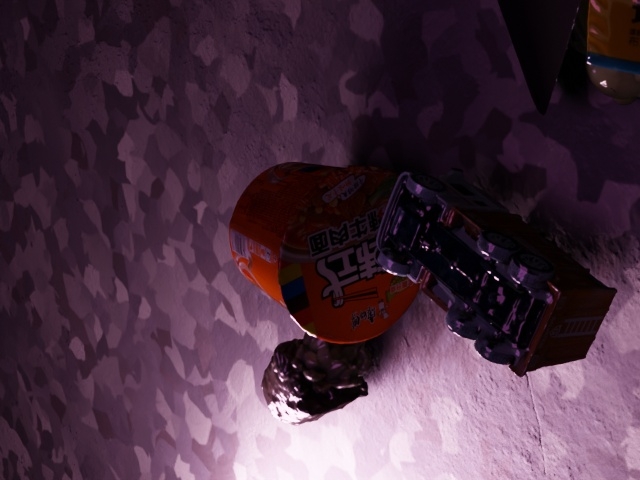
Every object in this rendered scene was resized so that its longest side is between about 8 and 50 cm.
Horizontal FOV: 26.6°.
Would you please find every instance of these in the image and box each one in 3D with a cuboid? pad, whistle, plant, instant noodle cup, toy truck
[{"bbox_3d":[0.245,-0.345,1.492,0.375,0.063,0.315,87,167,-72],"label":"pad"},{"bbox_3d":[0.316,-0.251,1.522,0.227,0.085,0.105,64,168,8],"label":"whistle"},{"bbox_3d":[-0.006,0.204,2.050,0.129,0.132,0.194,60,145,13],"label":"plant"},{"bbox_3d":[0.000,0.000,1.894,0.192,0.250,0.250,22,120,54],"label":"instant noodle cup"},{"bbox_3d":[0.215,0.030,1.691,0.305,0.162,0.136,43,122,41],"label":"toy truck"}]

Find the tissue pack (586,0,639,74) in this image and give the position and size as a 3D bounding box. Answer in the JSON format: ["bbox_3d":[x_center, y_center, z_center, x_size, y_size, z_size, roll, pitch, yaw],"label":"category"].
[{"bbox_3d":[0.402,-0.225,1.271,0.270,0.192,0.134,13,118,21],"label":"tissue pack"}]
